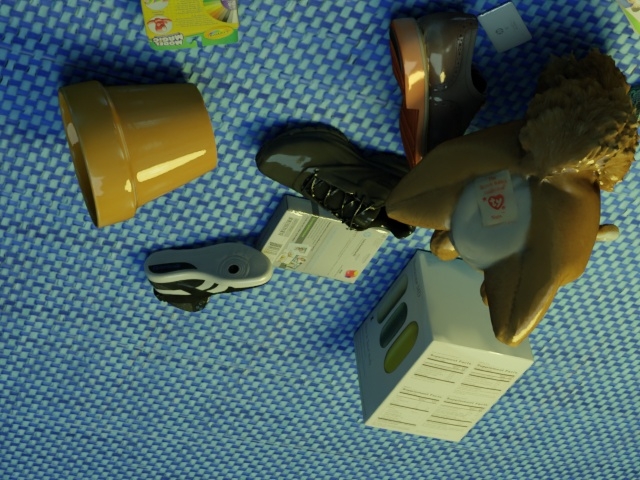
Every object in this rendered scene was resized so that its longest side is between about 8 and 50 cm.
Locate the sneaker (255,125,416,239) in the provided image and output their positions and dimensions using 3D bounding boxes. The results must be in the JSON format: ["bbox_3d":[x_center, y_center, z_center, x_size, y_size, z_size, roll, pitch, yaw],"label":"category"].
[{"bbox_3d":[0.036,-0.084,2.079,0.286,0.130,0.109,14,138,-22],"label":"sneaker"}]

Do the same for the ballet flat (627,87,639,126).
[{"bbox_3d":[0.554,-0.195,2.074,0.188,0.070,0.070,-2,140,-7],"label":"ballet flat"}]

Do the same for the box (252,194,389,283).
[{"bbox_3d":[0.000,0.000,2.244,0.186,0.038,0.145,13,137,-21],"label":"box"}]

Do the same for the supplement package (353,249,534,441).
[{"bbox_3d":[0.207,0.187,2.374,0.198,0.199,0.263,13,136,-22],"label":"supplement package"}]

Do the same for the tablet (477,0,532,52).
[{"bbox_3d":[0.263,-0.304,1.944,0.054,0.006,0.083,-22,138,18],"label":"tablet"}]

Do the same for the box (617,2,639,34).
[{"bbox_3d":[0.516,-0.424,1.792,0.322,0.059,0.232,-25,138,22],"label":"box"}]

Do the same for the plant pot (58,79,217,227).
[{"bbox_3d":[-0.254,-0.140,1.931,0.187,0.205,0.205,-16,142,-13],"label":"plant pot"}]

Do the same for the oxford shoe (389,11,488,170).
[{"bbox_3d":[0.185,-0.178,1.993,0.132,0.130,0.364,-13,141,-2],"label":"oxford shoe"}]

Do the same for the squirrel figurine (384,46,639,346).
[{"bbox_3d":[0.344,-0.075,1.982,0.397,0.281,0.370,-55,157,17],"label":"squirrel figurine"}]

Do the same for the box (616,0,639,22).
[{"bbox_3d":[0.457,-0.328,1.839,0.081,0.028,0.136,-32,133,31],"label":"box"}]

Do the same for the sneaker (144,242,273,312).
[{"bbox_3d":[-0.175,0.067,2.266,0.216,0.079,0.121,2,146,13],"label":"sneaker"}]

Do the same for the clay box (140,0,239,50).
[{"bbox_3d":[-0.177,-0.349,1.786,0.127,0.053,0.222,-5,142,-3],"label":"clay box"}]
